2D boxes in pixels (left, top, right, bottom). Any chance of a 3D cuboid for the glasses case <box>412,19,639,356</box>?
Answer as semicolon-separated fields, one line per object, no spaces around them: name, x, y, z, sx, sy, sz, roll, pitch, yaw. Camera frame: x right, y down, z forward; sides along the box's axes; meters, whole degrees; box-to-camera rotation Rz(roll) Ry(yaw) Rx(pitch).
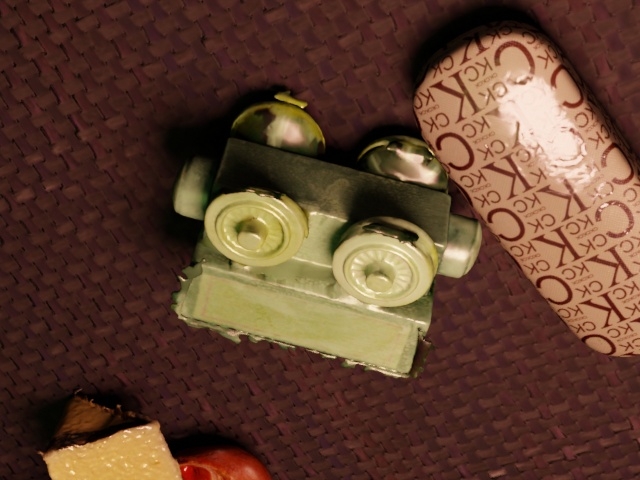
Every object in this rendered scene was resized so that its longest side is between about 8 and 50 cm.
glasses case;0.215;-0.036;1.103;0.137;0.085;0.355;-31;114;23

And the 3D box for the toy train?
toy train;0.000;0.000;1.121;0.271;0.159;0.188;14;134;-2

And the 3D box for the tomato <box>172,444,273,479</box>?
tomato;-0.093;0.272;1.346;0.155;0.069;0.156;24;135;27

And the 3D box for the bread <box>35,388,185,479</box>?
bread;-0.207;0.238;1.318;0.152;0.127;0.147;-9;118;13
